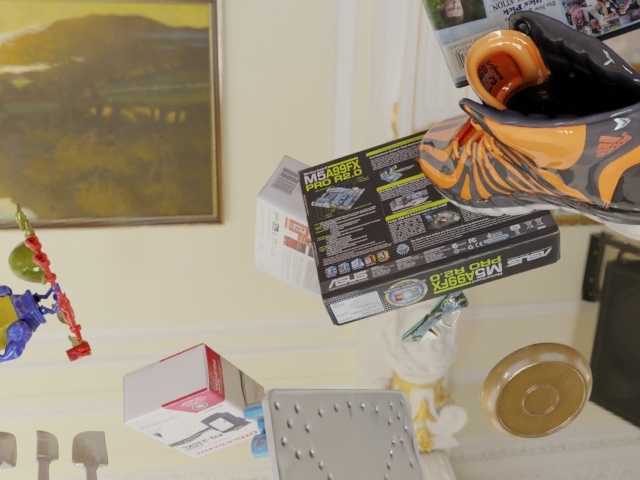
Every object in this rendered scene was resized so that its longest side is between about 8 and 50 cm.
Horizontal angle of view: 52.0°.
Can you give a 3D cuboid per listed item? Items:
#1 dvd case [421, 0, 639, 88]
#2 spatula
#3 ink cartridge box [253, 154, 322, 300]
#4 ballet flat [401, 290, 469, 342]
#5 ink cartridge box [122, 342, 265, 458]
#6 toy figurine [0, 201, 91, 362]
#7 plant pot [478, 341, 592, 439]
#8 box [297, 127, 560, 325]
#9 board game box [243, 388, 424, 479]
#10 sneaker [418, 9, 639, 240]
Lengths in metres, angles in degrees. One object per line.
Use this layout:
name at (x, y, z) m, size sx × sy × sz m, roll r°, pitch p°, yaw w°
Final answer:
dvd case at (0.145, -0.247, 0.477) m, size 0.180 × 0.253 × 0.022 m, roll -14°, pitch -143°, yaw 24°
spatula at (-0.347, 0.301, 0.811) m, size 0.168 × 0.019 × 0.242 m, roll 12°, pitch -168°, yaw -24°
ink cartridge box at (0.000, 0.000, 1.454) m, size 0.272 × 0.309 × 0.130 m, roll 27°, pitch -120°, yaw 7°
ballet flat at (0.251, 0.178, 1.428) m, size 0.070 × 0.188 × 0.070 m, roll 26°, pitch -146°, yaw -19°
ink cartridge box at (-0.223, 0.303, 1.214) m, size 0.172 × 0.237 × 0.100 m, roll -23°, pitch -128°, yaw 11°
toy figurine at (-0.605, 0.111, 1.234) m, size 0.217 × 0.191 × 0.362 m, roll -26°, pitch -131°, yaw -23°
plant pot at (0.435, 0.310, 1.308) m, size 0.236 × 0.236 × 0.032 m, roll -1°, pitch -156°, yaw -8°
box at (0.119, -0.034, 0.793) m, size 0.270 × 0.060 × 0.216 m, roll -17°, pitch -131°, yaw 6°
board game box at (0.052, 0.401, 0.883) m, size 0.050 × 0.390 × 0.390 m, roll -20°, pitch 159°, yaw 28°
sneaker at (0.160, -0.105, 0.546) m, size 0.180 × 0.125 × 0.321 m, roll 34°, pitch 171°, yaw -30°
